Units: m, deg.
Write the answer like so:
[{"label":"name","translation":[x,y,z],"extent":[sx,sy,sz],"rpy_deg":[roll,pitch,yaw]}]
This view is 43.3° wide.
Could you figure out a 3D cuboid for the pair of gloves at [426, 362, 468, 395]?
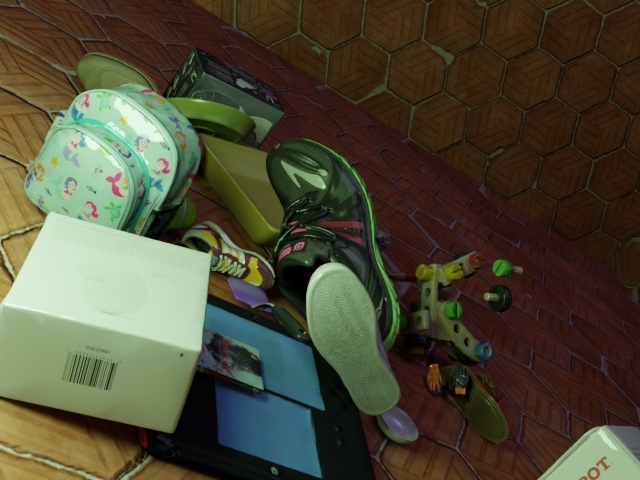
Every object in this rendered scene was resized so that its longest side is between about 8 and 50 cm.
[{"label":"pair of gloves","translation":[0.257,0.280,1.632],"extent":[0.010,0.083,0.074],"rpy_deg":[75,17,-49]}]

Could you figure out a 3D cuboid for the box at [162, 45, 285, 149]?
[{"label":"box","translation":[-0.243,-0.339,2.020],"extent":[0.247,0.163,0.142],"rpy_deg":[23,28,-34]}]

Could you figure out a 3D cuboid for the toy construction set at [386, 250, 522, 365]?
[{"label":"toy construction set","translation":[0.230,0.129,1.760],"extent":[0.237,0.257,0.309],"rpy_deg":[6,9,-28]}]

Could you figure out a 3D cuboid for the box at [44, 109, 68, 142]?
[{"label":"box","translation":[-0.420,-0.180,1.512],"extent":[0.126,0.072,0.137],"rpy_deg":[40,20,7]}]

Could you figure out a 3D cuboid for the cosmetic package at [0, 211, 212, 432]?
[{"label":"cosmetic package","translation":[-0.264,0.097,1.006],"extent":[0.224,0.138,0.225],"rpy_deg":[16,28,-12]}]

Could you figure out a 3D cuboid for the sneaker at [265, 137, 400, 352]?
[{"label":"sneaker","translation":[0.000,0.000,1.528],"extent":[0.202,0.185,0.483],"rpy_deg":[6,53,-48]}]

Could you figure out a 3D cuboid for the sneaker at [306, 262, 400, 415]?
[{"label":"sneaker","translation":[0.036,0.126,1.291],"extent":[0.169,0.108,0.292],"rpy_deg":[-111,180,-58]}]

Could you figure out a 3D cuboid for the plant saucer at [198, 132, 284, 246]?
[{"label":"plant saucer","translation":[-0.106,-0.084,1.815],"extent":[0.333,0.081,0.333],"rpy_deg":[10,34,-52]}]

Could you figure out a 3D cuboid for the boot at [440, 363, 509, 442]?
[{"label":"boot","translation":[0.346,0.332,1.679],"extent":[0.152,0.073,0.197],"rpy_deg":[16,31,-53]}]

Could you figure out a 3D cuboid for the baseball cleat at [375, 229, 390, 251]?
[{"label":"baseball cleat","translation":[0.084,-0.026,2.045],"extent":[0.206,0.072,0.109],"rpy_deg":[27,9,-39]}]

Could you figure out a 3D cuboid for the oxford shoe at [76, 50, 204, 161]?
[{"label":"oxford shoe","translation":[-0.399,-0.276,1.691],"extent":[0.348,0.123,0.130],"rpy_deg":[40,26,11]}]

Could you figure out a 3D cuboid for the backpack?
[{"label":"backpack","translation":[-0.322,-0.116,1.273],"extent":[0.225,0.253,0.191],"rpy_deg":[40,20,6]}]

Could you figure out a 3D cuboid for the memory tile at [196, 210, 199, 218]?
[{"label":"memory tile","translation":[-0.309,-0.085,1.577],"extent":[0.148,0.012,0.113],"rpy_deg":[40,21,5]}]

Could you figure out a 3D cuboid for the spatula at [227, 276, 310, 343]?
[{"label":"spatula","translation":[-0.082,0.114,1.321],"extent":[0.084,0.030,0.296],"rpy_deg":[26,-1,-27]}]

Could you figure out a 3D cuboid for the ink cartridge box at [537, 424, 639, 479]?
[{"label":"ink cartridge box","translation":[0.481,0.513,1.193],"extent":[0.166,0.285,0.395],"rpy_deg":[16,30,-48]}]

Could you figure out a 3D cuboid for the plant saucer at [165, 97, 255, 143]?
[{"label":"plant saucer","translation":[-0.268,-0.261,1.822],"extent":[0.241,0.037,0.241],"rpy_deg":[8,-10,1]}]

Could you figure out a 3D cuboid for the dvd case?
[{"label":"dvd case","translation":[-0.137,0.169,1.163],"extent":[0.119,0.013,0.087],"rpy_deg":[26,27,-26]}]

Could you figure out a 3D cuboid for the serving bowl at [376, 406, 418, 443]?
[{"label":"serving bowl","translation":[0.128,0.322,1.397],"extent":[0.083,0.027,0.083],"rpy_deg":[33,21,-14]}]

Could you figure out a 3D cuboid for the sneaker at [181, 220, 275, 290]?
[{"label":"sneaker","translation":[-0.171,0.040,1.471],"extent":[0.185,0.069,0.084],"rpy_deg":[34,28,9]}]

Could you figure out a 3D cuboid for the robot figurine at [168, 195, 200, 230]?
[{"label":"robot figurine","translation":[-0.278,-0.057,1.472],"extent":[0.115,0.067,0.101],"rpy_deg":[14,11,-24]}]

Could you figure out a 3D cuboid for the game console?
[{"label":"game console","translation":[-0.093,0.226,1.197],"extent":[0.386,0.060,0.342],"rpy_deg":[26,23,-26]}]
